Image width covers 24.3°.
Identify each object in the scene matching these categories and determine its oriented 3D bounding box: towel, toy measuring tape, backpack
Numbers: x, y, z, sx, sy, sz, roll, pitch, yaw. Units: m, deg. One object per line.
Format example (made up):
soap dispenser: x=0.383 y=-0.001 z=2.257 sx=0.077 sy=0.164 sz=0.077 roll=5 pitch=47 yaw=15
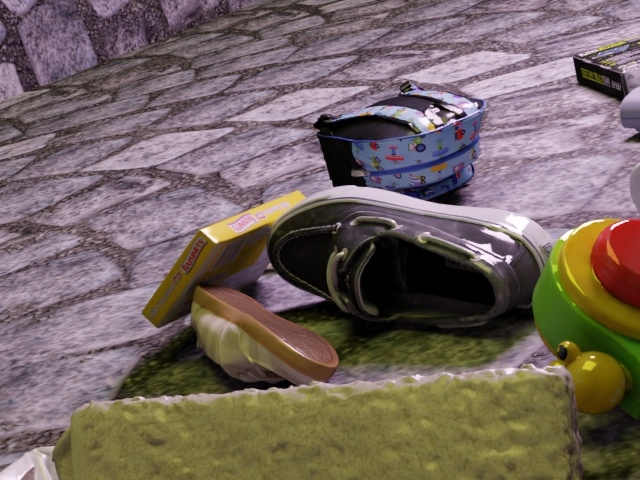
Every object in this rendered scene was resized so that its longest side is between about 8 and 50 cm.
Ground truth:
towel: x=-0.009 y=0.160 z=0.718 sx=0.282 sy=0.187 sz=0.049 roll=-9 pitch=-19 yaw=22
toy measuring tape: x=0.235 y=0.008 z=1.064 sx=0.121 sy=0.121 sz=0.330 roll=-3 pitch=31 yaw=37
backpack: x=0.102 y=-0.100 z=1.614 sx=0.158 sy=0.116 sz=0.173 roll=-23 pitch=17 yaw=-29

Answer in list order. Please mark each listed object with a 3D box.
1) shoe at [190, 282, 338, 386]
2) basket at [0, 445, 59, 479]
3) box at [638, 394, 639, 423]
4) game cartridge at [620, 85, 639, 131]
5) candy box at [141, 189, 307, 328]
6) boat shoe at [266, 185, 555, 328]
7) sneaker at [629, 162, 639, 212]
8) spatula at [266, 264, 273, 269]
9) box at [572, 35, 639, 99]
shoe: x=-0.052 y=0.090 z=1.231 sx=0.077 sy=0.058 sz=0.219 roll=18 pitch=4 yaw=-28
basket: x=-0.102 y=0.171 z=0.865 sx=0.167 sy=0.103 sz=0.113 roll=-10 pitch=5 yaw=10
box: x=0.173 y=0.124 z=0.588 sx=0.051 sy=0.220 sz=0.175 roll=-3 pitch=20 yaw=22
game cartridge: x=0.501 y=-0.184 z=1.671 sx=0.294 sy=0.060 sz=0.196 roll=-27 pitch=24 yaw=-37
candy box: x=-0.083 y=0.014 z=1.387 sx=0.105 sy=0.027 sz=0.206 roll=-51 pitch=-11 yaw=24
boat shoe: x=0.053 y=0.024 z=1.275 sx=0.301 sy=0.108 sz=0.102 roll=8 pitch=26 yaw=40
sneaker: x=0.379 y=-0.039 z=1.250 sx=0.121 sy=0.079 sz=0.217 roll=-22 pitch=25 yaw=-36
spatula: x=0.000 y=0.000 z=1.545 sx=0.242 sy=0.019 sz=0.168 roll=-3 pitch=20 yaw=35
box: x=0.445 y=-0.236 z=1.915 sx=0.191 sy=0.045 sz=0.184 roll=-17 pitch=14 yaw=-6
